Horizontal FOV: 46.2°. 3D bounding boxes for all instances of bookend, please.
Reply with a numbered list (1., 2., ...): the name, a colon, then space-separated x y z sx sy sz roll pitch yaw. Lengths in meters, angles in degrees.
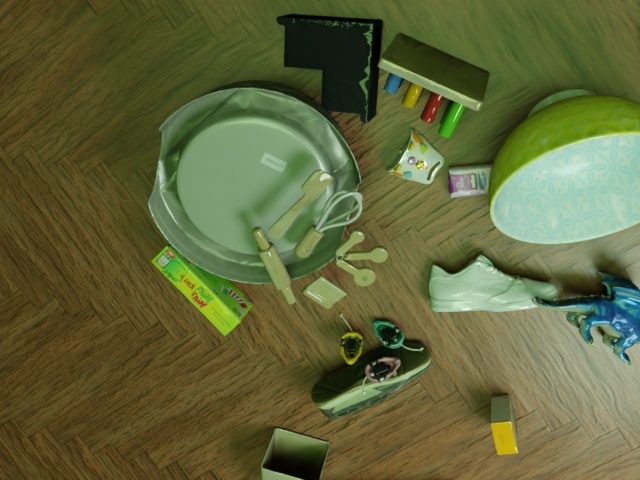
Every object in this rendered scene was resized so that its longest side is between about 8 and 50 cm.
1. bookend: 0.013 -0.279 1.209 0.156 0.072 0.157 7 112 14

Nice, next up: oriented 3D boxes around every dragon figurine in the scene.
1. dragon figurine: 0.478 0.104 1.209 0.289 0.085 0.144 28 105 -9

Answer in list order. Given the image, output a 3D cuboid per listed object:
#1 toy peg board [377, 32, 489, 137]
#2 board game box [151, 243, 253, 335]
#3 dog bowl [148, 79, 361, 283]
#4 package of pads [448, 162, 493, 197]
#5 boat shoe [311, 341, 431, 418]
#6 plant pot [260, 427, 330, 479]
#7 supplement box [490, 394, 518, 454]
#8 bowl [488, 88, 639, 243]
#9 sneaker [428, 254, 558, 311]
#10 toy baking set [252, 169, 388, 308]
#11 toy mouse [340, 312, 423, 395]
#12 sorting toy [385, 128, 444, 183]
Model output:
1. toy peg board: 0.166 -0.235 1.156 0.161 0.161 0.079 24 122 3
2. board game box: -0.206 0.076 1.328 0.043 0.092 0.181 -43 94 16
3. dog bowl: -0.103 -0.099 1.217 0.349 0.102 0.348 2 122 3
4. package of pads: 0.252 -0.100 1.236 0.083 0.032 0.050 -5 101 11
5. boat shoe: 0.095 0.251 1.337 0.224 0.080 0.073 -24 129 2
6. plant pot: -0.052 0.433 1.393 0.109 0.109 0.096 14 118 6
7. supplement box: 0.318 0.318 1.298 0.036 0.098 0.062 -12 103 16
8. bowl: 0.384 -0.130 1.125 0.290 0.289 0.155 -14 59 13
9. sneaker: 0.287 0.069 1.256 0.212 0.080 0.094 -3 92 12
10. toy baking set: -0.006 0.003 1.197 0.197 0.030 0.256 -21 124 11
11. toy mouse: 0.107 0.196 1.302 0.143 0.160 0.031 -4 141 6
12. sorting toy: 0.164 -0.129 1.245 0.075 0.045 0.083 24 108 -17
